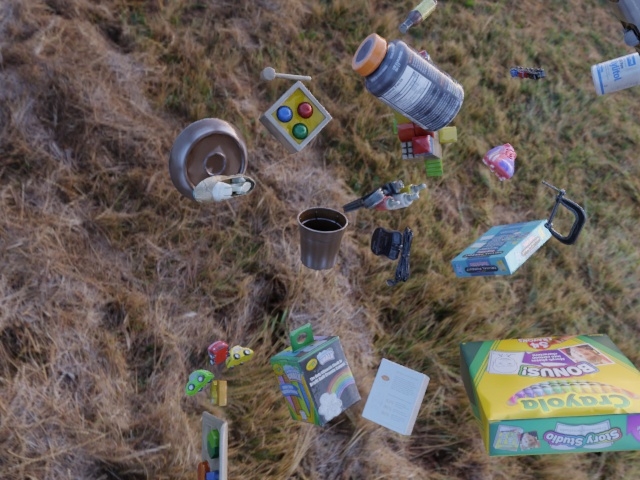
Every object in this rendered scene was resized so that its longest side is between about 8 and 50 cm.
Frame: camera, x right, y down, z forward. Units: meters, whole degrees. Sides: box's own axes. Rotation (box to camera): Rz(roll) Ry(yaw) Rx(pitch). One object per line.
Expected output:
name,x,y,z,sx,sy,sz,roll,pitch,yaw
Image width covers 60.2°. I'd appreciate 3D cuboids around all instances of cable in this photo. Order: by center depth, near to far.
cable,0.128,-0.084,1.376,0.139,0.287,0.072,-28,92,-31

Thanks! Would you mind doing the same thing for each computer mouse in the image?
computer mouse,0.228,0.051,1.725,0.060,0.262,0.184,9,88,-19

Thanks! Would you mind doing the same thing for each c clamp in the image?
c clamp,0.632,-0.066,1.454,0.022,0.161,0.137,-31,48,-25

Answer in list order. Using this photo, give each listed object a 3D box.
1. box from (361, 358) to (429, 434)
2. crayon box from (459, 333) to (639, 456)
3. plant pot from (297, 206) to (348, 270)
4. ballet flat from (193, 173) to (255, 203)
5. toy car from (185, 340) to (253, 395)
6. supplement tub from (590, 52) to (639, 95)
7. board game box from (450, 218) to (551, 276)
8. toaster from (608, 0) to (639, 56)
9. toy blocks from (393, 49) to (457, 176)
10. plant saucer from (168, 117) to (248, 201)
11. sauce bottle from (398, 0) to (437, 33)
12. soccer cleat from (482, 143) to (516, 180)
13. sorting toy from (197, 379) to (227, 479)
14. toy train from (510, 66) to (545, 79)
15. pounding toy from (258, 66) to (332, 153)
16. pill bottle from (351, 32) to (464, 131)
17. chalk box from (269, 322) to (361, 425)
box,0.211,0.435,1.538,0.130,0.091,0.170,18,77,25
crayon box,0.525,0.337,1.248,0.362,0.106,0.313,-5,18,5
plant pot,0.000,0.000,1.836,0.167,0.165,0.167,4,31,-3
ballet flat,-0.251,-0.143,1.494,0.067,0.073,0.206,11,24,31
toy car,-0.342,0.397,1.736,0.225,0.239,0.053,-41,66,2
supplement tub,0.664,-0.370,1.227,0.071,0.107,0.071,32,52,-52
board game box,0.724,0.033,2.211,0.336,0.253,0.079,-32,104,-35
toaster,0.463,-0.342,0.704,0.168,0.185,0.110,53,34,-12
toy blocks,0.277,-0.382,1.594,0.190,0.261,0.381,-4,92,20
plant saucer,-0.382,-0.275,1.958,0.310,0.311,0.050,-27,37,-28
sauce bottle,0.253,-0.588,1.442,0.042,0.042,0.128,41,70,9
soccer cleat,0.531,-0.237,1.606,0.083,0.095,0.248,46,16,-2
sorting toy,-0.284,0.517,1.435,0.041,0.229,0.307,3,81,-24
toy train,0.591,-0.481,1.593,0.036,0.158,0.027,-28,113,0
pounding toy,-0.072,-0.360,1.409,0.181,0.094,0.206,-47,105,-9
pill bottle,0.188,-0.352,1.219,0.245,0.130,0.130,27,54,-26
chalk box,-0.028,0.413,1.772,0.180,0.179,0.289,-22,94,-36
